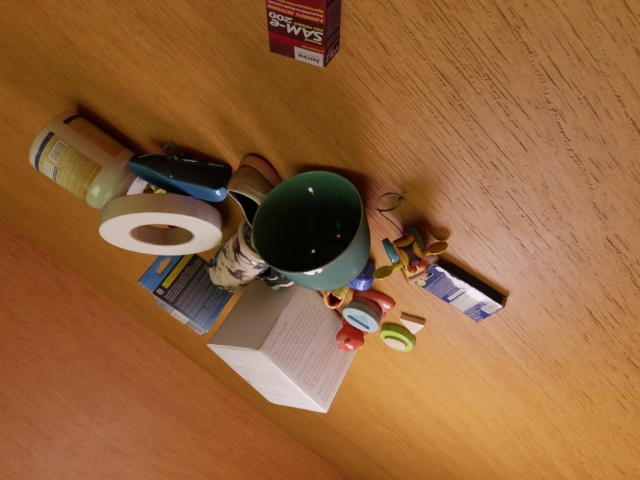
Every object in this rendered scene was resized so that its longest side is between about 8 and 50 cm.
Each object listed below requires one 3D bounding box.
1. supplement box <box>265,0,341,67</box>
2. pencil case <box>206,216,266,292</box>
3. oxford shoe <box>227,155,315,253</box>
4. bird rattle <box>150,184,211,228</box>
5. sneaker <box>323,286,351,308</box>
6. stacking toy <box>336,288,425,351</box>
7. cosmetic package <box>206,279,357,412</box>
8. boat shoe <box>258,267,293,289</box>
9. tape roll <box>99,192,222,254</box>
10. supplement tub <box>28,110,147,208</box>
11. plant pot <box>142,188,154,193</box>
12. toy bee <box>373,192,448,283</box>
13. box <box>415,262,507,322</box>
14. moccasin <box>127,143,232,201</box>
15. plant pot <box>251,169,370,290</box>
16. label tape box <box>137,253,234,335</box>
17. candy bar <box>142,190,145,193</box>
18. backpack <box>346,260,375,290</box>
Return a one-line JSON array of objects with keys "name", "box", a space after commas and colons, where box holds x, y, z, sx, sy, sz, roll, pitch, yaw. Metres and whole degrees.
[{"name": "supplement box", "box": [-0.033, -0.454, 0.973, 0.130, 0.073, 0.239, 22, 148, 15]}, {"name": "pencil case", "box": [-0.258, 0.042, 1.766, 0.183, 0.160, 0.410, 59, 147, 5]}, {"name": "oxford shoe", "box": [-0.138, -0.055, 1.542, 0.141, 0.146, 0.397, -7, 132, 44]}, {"name": "bird rattle", "box": [-0.472, -0.113, 1.778, 0.207, 0.143, 0.253, 2, 144, 14]}, {"name": "sneaker", "box": [0.044, 0.191, 1.781, 0.082, 0.094, 0.208, 27, 150, 4]}, {"name": "stacking toy", "box": [0.189, 0.317, 1.798, 0.280, 0.130, 0.309, 26, 148, 10]}, {"name": "cosmetic package", "box": [-0.126, 0.383, 1.969, 0.328, 0.329, 0.393, -8, 130, 47]}, {"name": "boat shoe", "box": [-0.133, 0.096, 1.782, 0.091, 0.114, 0.302, 34, 147, -14]}, {"name": "tape roll", "box": [-0.513, -0.044, 1.720, 0.393, 0.071, 0.392, -3, 160, -1]}, {"name": "supplement tub", "box": [-0.745, -0.245, 1.720, 0.316, 0.228, 0.228, 36, 148, -6]}, {"name": "plant pot", "box": [-0.598, -0.132, 1.900, 0.083, 0.081, 0.081, 1, 138, 22]}, {"name": "toy bee", "box": [0.214, 0.042, 1.336, 0.195, 0.162, 0.298, -39, 137, 19]}, {"name": "box", "box": [0.387, 0.139, 1.470, 0.225, 0.036, 0.136, 31, 148, -2]}, {"name": "moccasin", "box": [-0.421, -0.208, 1.612, 0.342, 0.116, 0.137, 18, 158, 13]}, {"name": "plant pot", "box": [0.000, 0.000, 1.392, 0.293, 0.292, 0.235, 14, 159, 27]}, {"name": "label tape box", "box": [-0.539, 0.190, 2.139, 0.334, 0.240, 0.106, 38, 150, -9]}, {"name": "candy bar", "box": [-0.646, -0.155, 1.962, 0.040, 0.018, 0.161, -1, 135, 41]}, {"name": "backpack", "box": [0.105, 0.092, 1.589, 0.120, 0.098, 0.101, 25, 144, 13]}]
